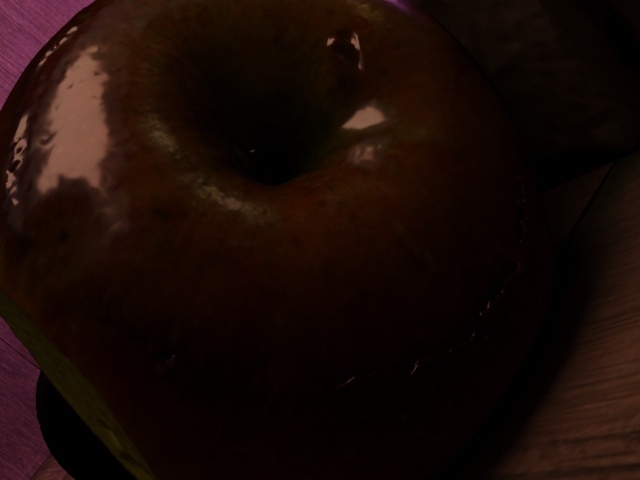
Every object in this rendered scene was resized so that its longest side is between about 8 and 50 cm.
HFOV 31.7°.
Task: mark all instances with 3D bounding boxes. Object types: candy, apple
[{"bbox_3d":[0.113,-0.156,0.853,0.321,0.179,0.135,-4,45,57],"label":"candy"},{"bbox_3d":[-0.039,0.018,0.738,0.374,0.374,0.384,-42,51,39],"label":"apple"}]

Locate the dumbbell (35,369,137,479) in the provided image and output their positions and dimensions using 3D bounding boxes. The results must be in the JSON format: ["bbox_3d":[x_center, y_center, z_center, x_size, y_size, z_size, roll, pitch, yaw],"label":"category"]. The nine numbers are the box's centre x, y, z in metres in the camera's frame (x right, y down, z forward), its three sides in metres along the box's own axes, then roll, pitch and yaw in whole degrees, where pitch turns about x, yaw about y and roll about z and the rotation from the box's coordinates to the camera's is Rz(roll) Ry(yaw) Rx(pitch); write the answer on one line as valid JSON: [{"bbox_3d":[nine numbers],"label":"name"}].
[{"bbox_3d":[-0.136,0.099,1.127,0.204,0.204,0.322,-46,10,22],"label":"dumbbell"}]
